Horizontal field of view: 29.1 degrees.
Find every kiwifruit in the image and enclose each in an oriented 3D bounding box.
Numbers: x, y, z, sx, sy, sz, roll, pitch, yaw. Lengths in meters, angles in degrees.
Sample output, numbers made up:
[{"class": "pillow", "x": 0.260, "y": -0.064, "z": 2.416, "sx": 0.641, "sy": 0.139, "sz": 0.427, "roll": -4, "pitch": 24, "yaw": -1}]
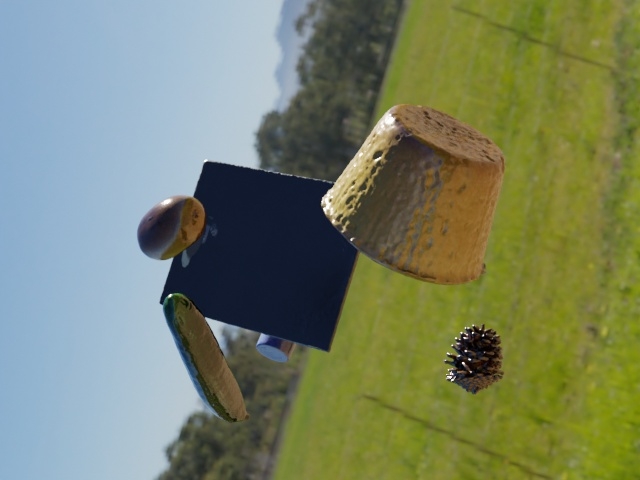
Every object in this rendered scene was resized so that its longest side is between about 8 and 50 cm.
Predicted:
[{"class": "kiwifruit", "x": -0.197, "y": -0.017, "z": 1.621, "sx": 0.124, "sy": 0.075, "sz": 0.075, "roll": -25, "pitch": 42, "yaw": 49}]

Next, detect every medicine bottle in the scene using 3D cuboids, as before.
[{"class": "medicine bottle", "x": -0.031, "y": 0.078, "z": 1.937, "sx": 0.059, "sy": 0.059, "sz": 0.231, "roll": 110, "pitch": -177, "yaw": -64}]

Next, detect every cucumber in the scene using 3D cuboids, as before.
[{"class": "cucumber", "x": -0.142, "y": 0.156, "z": 1.534, "sx": 0.284, "sy": 0.056, "sz": 0.056, "roll": 70, "pitch": -152, "yaw": -50}]

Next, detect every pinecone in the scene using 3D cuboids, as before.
[{"class": "pinecone", "x": 0.253, "y": 0.191, "z": 1.982, "sx": 0.109, "sy": 0.102, "sz": 0.102, "roll": -62, "pitch": 1, "yaw": -3}]

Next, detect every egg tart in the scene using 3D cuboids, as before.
[{"class": "egg tart", "x": 0.120, "y": -0.052, "z": 1.453, "sx": 0.215, "sy": 0.215, "sz": 0.171, "roll": -78, "pitch": 11, "yaw": -64}]

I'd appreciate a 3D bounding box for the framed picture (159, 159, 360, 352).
[{"class": "framed picture", "x": -0.085, "y": 0.015, "z": 1.857, "sx": 0.013, "sy": 0.323, "sz": 0.244, "roll": 28, "pitch": -103, "yaw": -56}]
